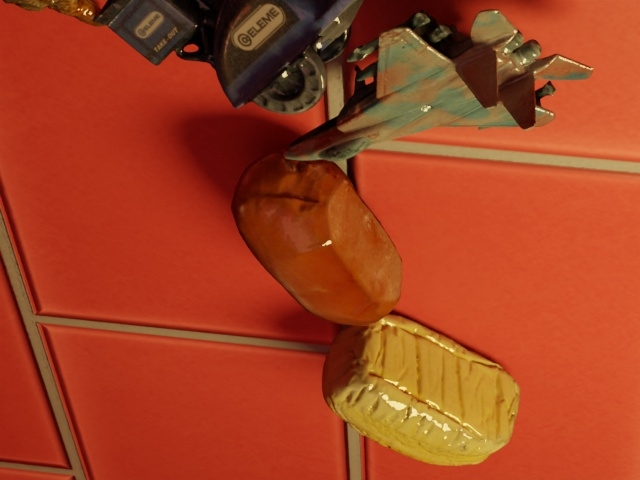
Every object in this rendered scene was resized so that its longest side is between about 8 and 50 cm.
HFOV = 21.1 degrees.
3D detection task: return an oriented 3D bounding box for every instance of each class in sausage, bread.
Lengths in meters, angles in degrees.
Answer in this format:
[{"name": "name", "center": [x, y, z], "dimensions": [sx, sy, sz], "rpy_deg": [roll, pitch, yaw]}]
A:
[{"name": "sausage", "center": [-0.002, 0.000, 1.795], "dimensions": [0.133, 0.133, 0.258], "rpy_deg": [-10, 144, 26]}, {"name": "bread", "center": [0.113, 0.179, 2.000], "dimensions": [0.236, 0.140, 0.106], "rpy_deg": [26, 139, -20]}]

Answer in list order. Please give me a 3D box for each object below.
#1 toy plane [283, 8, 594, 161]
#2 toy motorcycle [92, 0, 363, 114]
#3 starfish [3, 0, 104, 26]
[{"name": "toy plane", "center": [0.081, -0.136, 1.596], "dimensions": [0.223, 0.104, 0.326], "rpy_deg": [23, 156, -40]}, {"name": "toy motorcycle", "center": [-0.023, -0.247, 1.435], "dimensions": [0.212, 0.125, 0.358], "rpy_deg": [39, 132, -14]}, {"name": "starfish", "center": [-0.297, -0.264, 1.486], "dimensions": [0.327, 0.094, 0.375], "rpy_deg": [-4, 161, 21]}]
